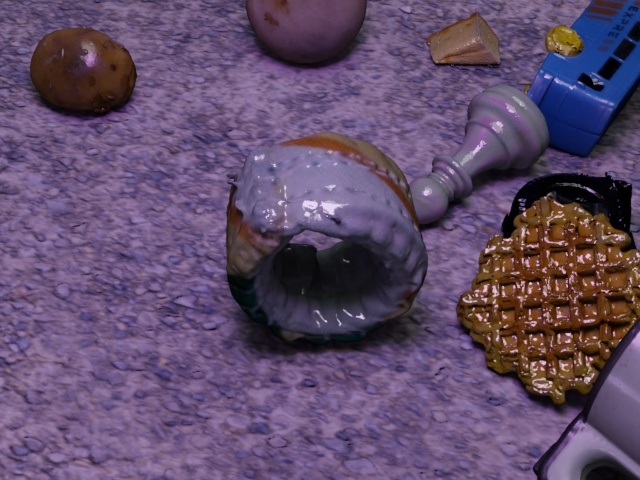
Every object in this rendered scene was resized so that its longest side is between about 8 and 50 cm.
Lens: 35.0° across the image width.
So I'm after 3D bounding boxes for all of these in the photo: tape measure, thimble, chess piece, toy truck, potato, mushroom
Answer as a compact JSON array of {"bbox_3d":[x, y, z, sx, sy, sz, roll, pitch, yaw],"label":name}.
[{"bbox_3d":[0.355,-0.010,1.448,0.186,0.112,0.199,3,48,4],"label":"tape measure"},{"bbox_3d":[0.000,0.000,1.312,0.254,0.288,0.167,-25,45,18],"label":"thimble"},{"bbox_3d":[0.210,-0.108,1.532,0.272,0.139,0.139,-40,60,-17],"label":"chess piece"},{"bbox_3d":[0.466,-0.306,1.674,0.162,0.161,0.385,33,55,13],"label":"toy truck"},{"bbox_3d":[-0.389,-0.278,1.647,0.176,0.137,0.137,3,49,4],"label":"potato"},{"bbox_3d":[-0.020,-0.414,1.750,0.207,0.207,0.215,9,19,6],"label":"mushroom"}]

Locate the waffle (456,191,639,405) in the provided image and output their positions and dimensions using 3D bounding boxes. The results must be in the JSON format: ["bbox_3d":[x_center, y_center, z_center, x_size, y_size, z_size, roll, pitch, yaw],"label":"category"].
[{"bbox_3d":[0.311,0.076,1.335,0.245,0.052,0.254,39,94,29],"label":"waffle"}]

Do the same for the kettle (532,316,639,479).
[{"bbox_3d":[0.475,0.279,1.152,0.377,0.250,0.361,38,87,30],"label":"kettle"}]

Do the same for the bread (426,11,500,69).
[{"bbox_3d":[0.251,-0.332,1.779,0.109,0.080,0.084,-24,44,25],"label":"bread"}]
